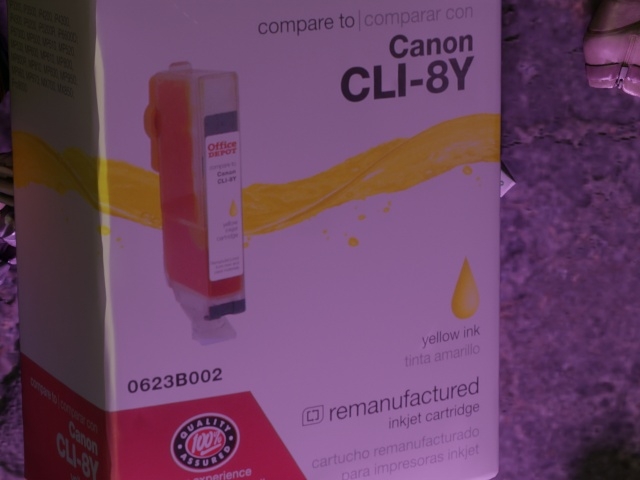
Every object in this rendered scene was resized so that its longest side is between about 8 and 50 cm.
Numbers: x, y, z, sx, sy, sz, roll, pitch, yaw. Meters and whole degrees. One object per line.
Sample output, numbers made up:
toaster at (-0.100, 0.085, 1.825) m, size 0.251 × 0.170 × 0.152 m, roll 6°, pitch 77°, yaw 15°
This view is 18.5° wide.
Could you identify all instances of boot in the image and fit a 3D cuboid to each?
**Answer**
boot at (0.247, -0.144, 1.408) m, size 0.118 × 0.042 × 0.087 m, roll 7°, pitch 111°, yaw -3°

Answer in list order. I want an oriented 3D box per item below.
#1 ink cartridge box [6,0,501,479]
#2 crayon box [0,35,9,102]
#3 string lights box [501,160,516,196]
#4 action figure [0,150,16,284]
ink cartridge box at (-0.040, -0.030, 1.234) m, size 0.279 × 0.160 × 0.385 m, roll -8°, pitch 105°, yaw -26°
crayon box at (-0.284, -0.151, 1.234) m, size 0.083 × 0.323 × 0.203 m, roll -25°, pitch 105°, yaw 4°
string lights box at (0.000, 0.000, 1.413) m, size 0.133 × 0.077 × 0.260 m, roll 43°, pitch 99°, yaw -11°
action figure at (-0.170, -0.068, 1.345) m, size 0.099 × 0.185 × 0.285 m, roll 33°, pitch 93°, yaw 0°
